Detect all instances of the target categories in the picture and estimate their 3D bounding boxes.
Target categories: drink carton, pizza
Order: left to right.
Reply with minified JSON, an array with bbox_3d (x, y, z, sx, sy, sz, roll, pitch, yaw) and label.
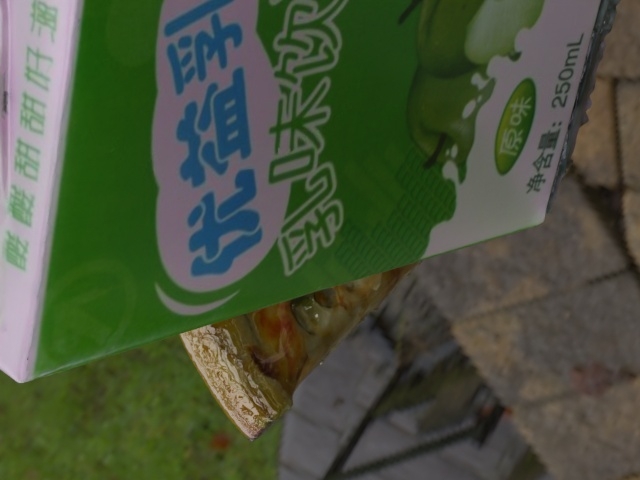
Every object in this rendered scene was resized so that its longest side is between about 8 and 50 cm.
[{"bbox_3d":[-0.021,-0.067,0.599,0.108,0.271,0.161,28,118,35],"label":"drink carton"},{"bbox_3d":[0.000,0.000,0.806,0.176,0.184,0.036,8,159,-29],"label":"pizza"}]
